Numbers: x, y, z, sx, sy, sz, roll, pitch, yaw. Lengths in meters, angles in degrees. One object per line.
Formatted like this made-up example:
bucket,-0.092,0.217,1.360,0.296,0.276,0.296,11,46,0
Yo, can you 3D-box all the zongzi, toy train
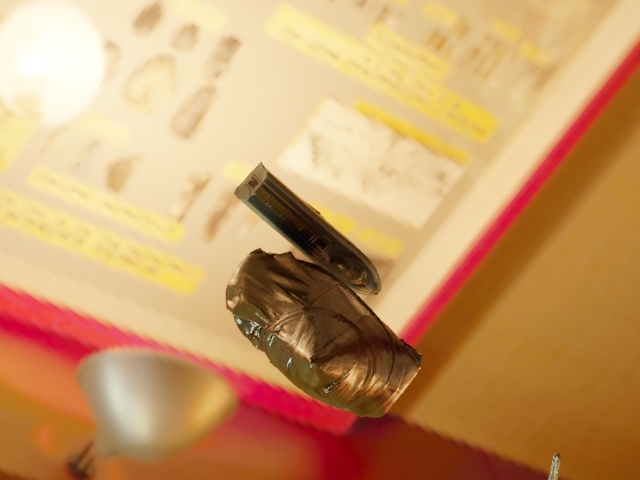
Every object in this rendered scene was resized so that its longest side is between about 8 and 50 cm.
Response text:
zongzi,-0.036,0.091,2.080,0.251,0.125,0.274,36,-173,25
toy train,0.000,0.000,2.227,0.252,0.055,0.048,40,179,-31

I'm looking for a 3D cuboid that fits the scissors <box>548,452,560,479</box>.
scissors,0.195,0.269,1.616,0.015,0.189,0.100,-3,-152,-15
